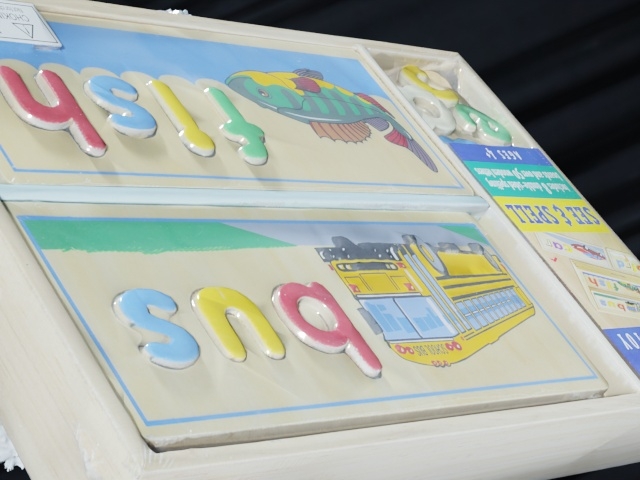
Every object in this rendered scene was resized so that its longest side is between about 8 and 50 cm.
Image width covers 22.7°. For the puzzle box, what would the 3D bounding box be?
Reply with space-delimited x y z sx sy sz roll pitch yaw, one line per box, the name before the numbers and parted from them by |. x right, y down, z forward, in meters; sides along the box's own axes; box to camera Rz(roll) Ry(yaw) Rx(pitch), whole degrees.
puzzle box | 0.000 0.000 0.731 0.409 0.052 0.272 -1 -134 -47

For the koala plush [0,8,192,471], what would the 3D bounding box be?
koala plush | -0.128 0.019 0.910 0.196 0.221 0.203 59 169 20
